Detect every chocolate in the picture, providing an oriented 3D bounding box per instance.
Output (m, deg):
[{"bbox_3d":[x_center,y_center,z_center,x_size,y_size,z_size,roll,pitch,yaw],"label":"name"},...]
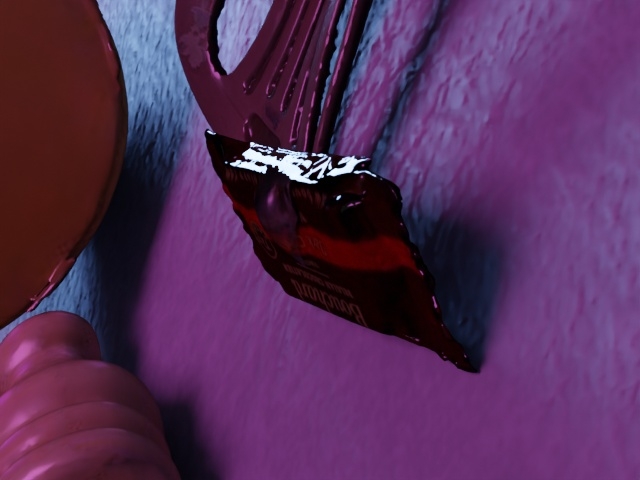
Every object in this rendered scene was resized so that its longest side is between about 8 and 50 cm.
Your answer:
[{"bbox_3d":[0.000,0.000,0.687,0.028,0.086,0.182,-33,24,-20],"label":"chocolate"}]

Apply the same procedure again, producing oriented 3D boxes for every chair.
[{"bbox_3d":[-0.033,-0.182,0.713,0.326,0.183,0.175,-65,34,17],"label":"chair"}]

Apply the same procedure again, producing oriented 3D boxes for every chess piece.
[{"bbox_3d":[-0.108,0.127,0.786,0.307,0.124,0.138,-112,15,-55],"label":"chess piece"}]

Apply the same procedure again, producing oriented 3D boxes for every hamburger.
[{"bbox_3d":[-0.245,-0.043,0.955,0.186,0.261,0.302,170,115,-80],"label":"hamburger"}]
